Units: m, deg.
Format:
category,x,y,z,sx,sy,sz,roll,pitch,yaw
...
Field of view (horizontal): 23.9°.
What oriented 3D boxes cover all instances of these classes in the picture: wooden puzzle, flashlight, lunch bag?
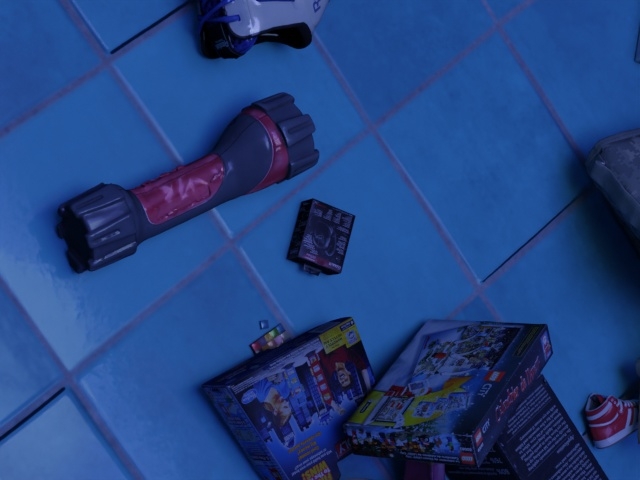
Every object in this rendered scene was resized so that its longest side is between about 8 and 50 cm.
category,x,y,z,sx,sy,sz,roll,pitch,yaw
wooden puzzle,-0.052,0.131,1.768,0.049,0.006,0.083,-34,100,-28
flashlight,-0.146,-0.069,1.687,0.304,0.103,0.103,-26,97,-30
lunch bag,0.502,-0.039,1.961,0.287,0.169,0.235,-5,45,-30

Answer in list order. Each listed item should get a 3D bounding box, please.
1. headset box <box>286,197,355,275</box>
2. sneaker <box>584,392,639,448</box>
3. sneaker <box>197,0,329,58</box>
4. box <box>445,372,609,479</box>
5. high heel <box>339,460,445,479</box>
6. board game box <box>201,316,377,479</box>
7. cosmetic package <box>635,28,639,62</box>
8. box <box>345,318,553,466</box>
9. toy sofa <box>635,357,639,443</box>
category,x,y,z,sx,sy,sz,roll,pitch,yaw
headset box,0.000,0.000,1.799,0.062,0.032,0.083,21,75,-25
sneaker,0.397,0.217,1.986,0.118,0.042,0.067,-30,101,-27
sneaker,-0.110,-0.312,1.726,0.316,0.127,0.182,28,69,-25
box,0.242,0.275,1.830,0.108,0.153,0.207,-39,104,-28
high heel,0.069,0.324,1.738,0.244,0.082,0.117,-22,119,-55
board game box,-0.016,0.214,1.742,0.194,0.060,0.194,-26,102,-35
cosmetic package,0.512,-0.351,2.116,0.099,0.060,0.239,18,75,-27
box,0.152,0.171,1.745,0.233,0.159,0.044,-46,129,-48
toy sofa,0.594,0.213,2.012,0.363,0.150,0.177,17,71,-34
